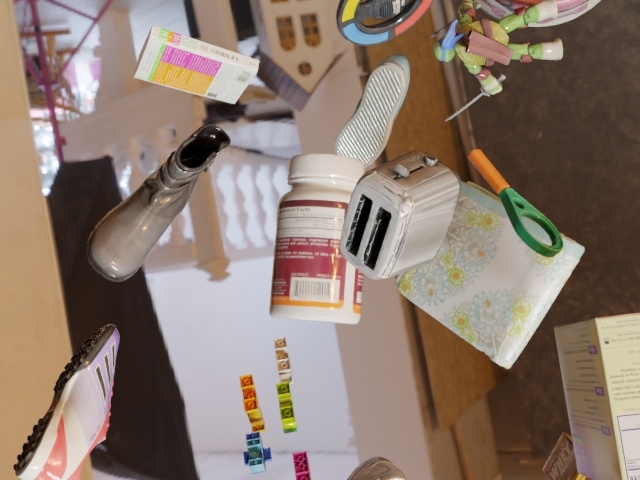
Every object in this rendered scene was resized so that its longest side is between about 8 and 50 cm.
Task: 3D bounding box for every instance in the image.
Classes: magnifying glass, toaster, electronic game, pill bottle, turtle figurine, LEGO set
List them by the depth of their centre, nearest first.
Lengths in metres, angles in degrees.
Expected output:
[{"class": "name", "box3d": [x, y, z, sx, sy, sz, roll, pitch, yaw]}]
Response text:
[{"class": "LEGO set", "box3d": [-0.069, 0.262, 1.044, 0.087, 0.227, 0.093, -10, 141, -3]}, {"class": "toaster", "box3d": [0.123, -0.031, 1.199, 0.146, 0.227, 0.129, -20, -132, -41]}, {"class": "magnifying glass", "box3d": [0.329, -0.066, 1.251, 0.092, 0.231, 0.026, -9, 145, -44]}, {"class": "electronic game", "box3d": [0.135, -0.473, 1.446, 0.229, 0.048, 0.229, -24, 156, -11]}, {"class": "turtle figurine", "box3d": [0.379, -0.435, 1.623, 0.266, 0.197, 0.274, -10, 157, 7]}, {"class": "pill bottle", "box3d": [0.000, 0.000, 1.783, 0.224, 0.392, 0.224, 5, 173, 1]}]

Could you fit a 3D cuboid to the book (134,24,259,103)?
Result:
[{"class": "book", "box3d": [-0.167, -0.233, 0.986, 0.144, 0.035, 0.096, 14, 158, -22]}]

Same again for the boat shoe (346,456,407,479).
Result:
[{"class": "boat shoe", "box3d": [0.052, 0.588, 1.377, 0.367, 0.136, 0.156, -50, -166, -11]}]

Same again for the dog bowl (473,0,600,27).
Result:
[{"class": "dog bowl", "box3d": [0.502, -0.689, 1.639, 0.408, 0.407, 0.150, -10, -170, 11]}]

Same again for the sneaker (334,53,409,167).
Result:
[{"class": "sneaker", "box3d": [0.158, -0.351, 2.025, 0.366, 0.135, 0.150, -59, 178, 42]}]

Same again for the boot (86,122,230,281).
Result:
[{"class": "boot", "box3d": [-0.310, -0.089, 1.410, 0.223, 0.118, 0.338, -40, -161, 42]}]

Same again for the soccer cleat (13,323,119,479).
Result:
[{"class": "soccer cleat", "box3d": [-0.418, 0.294, 1.307, 0.109, 0.116, 0.318, -35, -153, 40]}]

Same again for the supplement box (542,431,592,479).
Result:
[{"class": "supplement box", "box3d": [0.756, 0.658, 2.034, 0.194, 0.129, 0.191, 26, -175, -4]}]

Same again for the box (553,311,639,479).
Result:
[{"class": "box", "box3d": [0.455, 0.236, 1.103, 0.117, 0.242, 0.213, -6, 169, 1]}]

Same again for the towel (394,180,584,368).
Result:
[{"class": "towel", "box3d": [0.375, 0.062, 1.709, 0.090, 0.320, 0.374, 14, -163, -49]}]
